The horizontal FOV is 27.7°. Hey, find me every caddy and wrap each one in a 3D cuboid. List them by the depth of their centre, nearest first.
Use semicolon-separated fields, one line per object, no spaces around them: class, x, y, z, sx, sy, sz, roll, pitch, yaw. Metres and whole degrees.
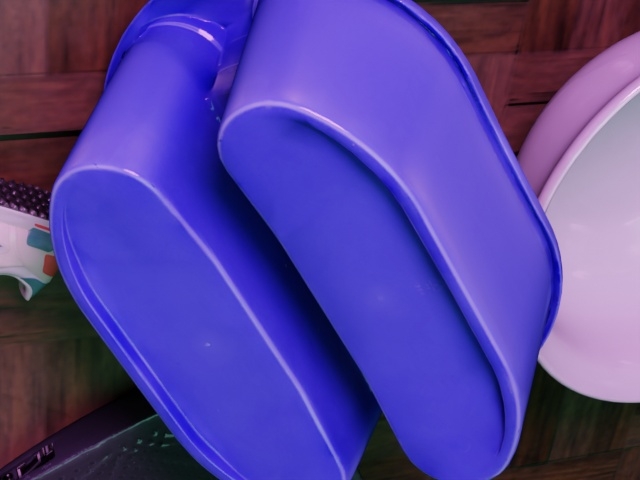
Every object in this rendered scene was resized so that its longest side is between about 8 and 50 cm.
caddy;0.000;0.000;0.775;0.241;0.179;0.341;-16;120;27

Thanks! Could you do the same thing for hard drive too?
hard drive;-0.108;0.175;0.957;0.254;0.054;0.172;-26;129;-6

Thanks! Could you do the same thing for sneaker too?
sneaker;-0.224;-0.007;0.775;0.161;0.057;0.075;19;108;-36

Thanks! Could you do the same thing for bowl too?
bowl;0.242;-0.041;0.908;0.297;0.134;0.298;-12;127;-17
